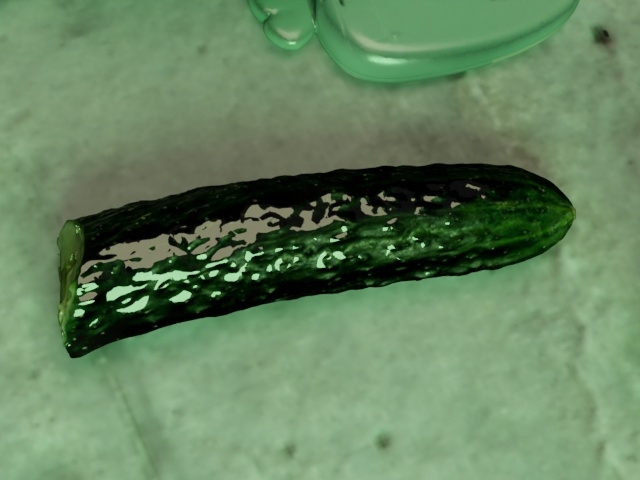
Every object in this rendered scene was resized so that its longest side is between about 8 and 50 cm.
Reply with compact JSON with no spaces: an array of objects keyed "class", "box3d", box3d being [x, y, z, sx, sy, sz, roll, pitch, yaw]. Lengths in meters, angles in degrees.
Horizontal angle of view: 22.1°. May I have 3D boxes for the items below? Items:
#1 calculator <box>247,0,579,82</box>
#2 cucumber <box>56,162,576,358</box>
[{"class":"calculator","box3d":[0.043,-0.115,0.730,0.153,0.021,0.095,-11,65,-13]},{"class":"cucumber","box3d":[0.000,0.000,0.654,0.215,0.052,0.058,-10,85,-10]}]
